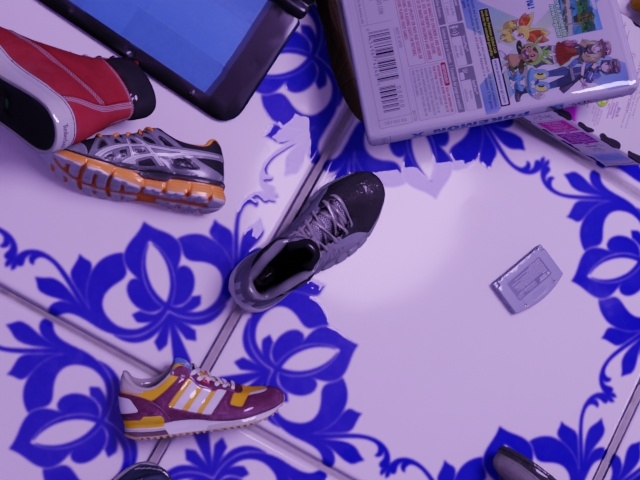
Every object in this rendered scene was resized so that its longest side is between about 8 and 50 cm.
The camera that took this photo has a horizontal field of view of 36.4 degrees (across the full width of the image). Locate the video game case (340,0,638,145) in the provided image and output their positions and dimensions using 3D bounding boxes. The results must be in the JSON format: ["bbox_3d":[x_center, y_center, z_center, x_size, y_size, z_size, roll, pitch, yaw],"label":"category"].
[{"bbox_3d":[0.171,-0.291,1.103,0.299,0.036,0.329,-11,76,4],"label":"video game case"}]

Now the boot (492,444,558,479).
[{"bbox_3d":[0.250,0.379,1.149,0.161,0.083,0.246,-40,99,-11],"label":"boot"}]

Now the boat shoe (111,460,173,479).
[{"bbox_3d":[-0.253,0.348,1.047,0.254,0.079,0.095,-42,94,-12],"label":"boat shoe"}]

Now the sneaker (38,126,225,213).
[{"bbox_3d":[-0.210,-0.090,1.102,0.214,0.084,0.083,12,72,-16],"label":"sneaker"}]

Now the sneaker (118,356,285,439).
[{"bbox_3d":[-0.133,0.170,1.094,0.185,0.069,0.084,-8,92,-14],"label":"sneaker"}]

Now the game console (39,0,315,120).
[{"bbox_3d":[-0.147,-0.317,1.072,0.293,0.250,0.173,33,62,-8],"label":"game console"}]

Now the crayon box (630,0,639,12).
[{"bbox_3d":[0.551,-0.332,1.276,0.202,0.081,0.318,42,75,-6],"label":"crayon box"}]

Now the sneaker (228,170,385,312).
[{"bbox_3d":[0.000,0.000,1.106,0.228,0.132,0.086,-42,94,-12],"label":"sneaker"}]

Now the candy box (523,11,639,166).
[{"bbox_3d":[0.319,-0.206,1.189,0.233,0.071,0.159,24,80,-29],"label":"candy box"}]

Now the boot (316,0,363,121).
[{"bbox_3d":[0.089,-0.260,1.178,0.165,0.077,0.213,-12,83,-13],"label":"boot"}]

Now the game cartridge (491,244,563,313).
[{"bbox_3d":[0.261,0.051,1.217,0.083,0.017,0.056,-37,90,-13],"label":"game cartridge"}]

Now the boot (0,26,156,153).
[{"bbox_3d":[-0.308,-0.196,1.092,0.244,0.088,0.176,37,39,19],"label":"boot"}]
